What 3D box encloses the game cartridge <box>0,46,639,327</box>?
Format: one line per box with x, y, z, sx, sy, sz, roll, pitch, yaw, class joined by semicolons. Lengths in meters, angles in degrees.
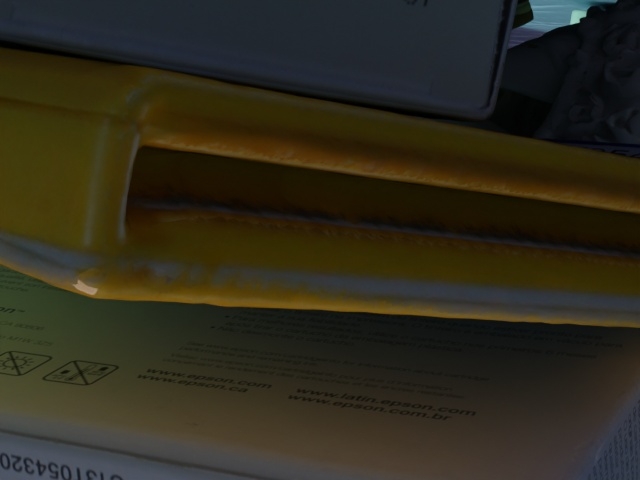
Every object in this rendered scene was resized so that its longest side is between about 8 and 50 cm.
-0.050;-0.030;0.517;0.285;0.052;0.324;6;-172;-44;game cartridge

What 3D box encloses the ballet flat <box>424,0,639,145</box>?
0.091;-0.016;0.802;0.147;0.409;0.147;24;146;17;ballet flat

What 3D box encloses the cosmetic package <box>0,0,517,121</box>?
-0.030;-0.109;0.582;0.160;0.113;0.309;10;-177;-4;cosmetic package

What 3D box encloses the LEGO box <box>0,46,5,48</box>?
-0.219;-0.119;1.013;0.372;0.193;0.500;6;-178;21;LEGO box

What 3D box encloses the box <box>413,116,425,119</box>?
0.000;0.000;1.718;0.297;0.479;0.472;9;-176;11;box

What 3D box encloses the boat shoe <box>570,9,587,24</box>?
0.300;-0.103;1.219;0.319;0.099;0.116;7;-175;-40;boat shoe

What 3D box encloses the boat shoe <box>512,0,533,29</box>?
0.060;-0.154;0.973;0.152;0.049;0.056;8;-159;35;boat shoe

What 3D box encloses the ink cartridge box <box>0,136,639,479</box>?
-0.008;0.033;0.643;0.324;0.071;0.330;5;-159;27;ink cartridge box
